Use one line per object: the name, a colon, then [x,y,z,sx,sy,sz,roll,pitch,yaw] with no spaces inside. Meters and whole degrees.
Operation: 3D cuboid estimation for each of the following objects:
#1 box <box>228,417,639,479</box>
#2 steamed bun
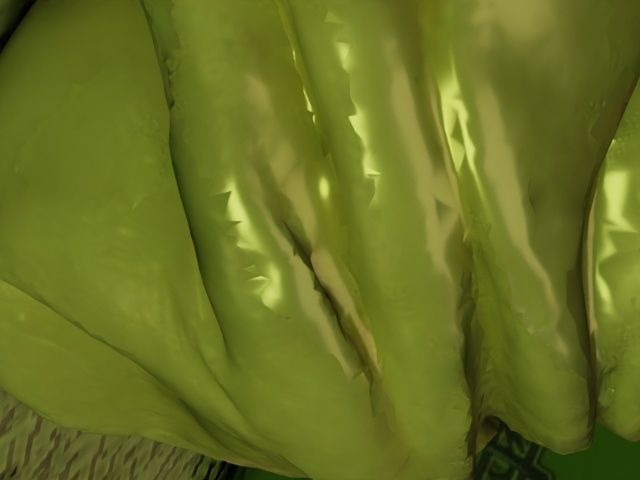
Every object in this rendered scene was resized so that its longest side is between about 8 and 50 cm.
box: [0.093,0.070,0.818,0.329,0.177,0.252,-67,163,17]
steamed bun: [0.054,-0.038,0.508,0.280,0.207,0.268,-38,152,-48]
